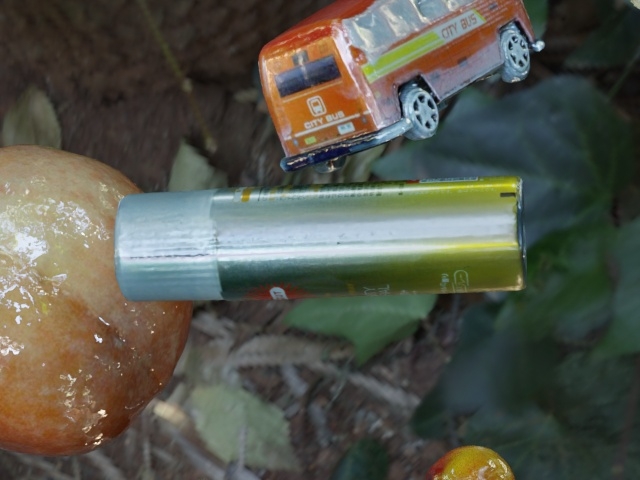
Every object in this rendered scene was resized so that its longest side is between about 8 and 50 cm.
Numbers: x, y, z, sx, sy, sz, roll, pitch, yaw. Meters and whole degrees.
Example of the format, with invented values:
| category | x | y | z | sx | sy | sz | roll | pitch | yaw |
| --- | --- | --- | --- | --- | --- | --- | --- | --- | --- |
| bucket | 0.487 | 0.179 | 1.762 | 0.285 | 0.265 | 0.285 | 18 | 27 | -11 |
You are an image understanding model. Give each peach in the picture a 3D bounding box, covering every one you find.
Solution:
| category | x | y | z | sx | sy | sz | roll | pitch | yaw |
| --- | --- | --- | --- | --- | --- | --- | --- | --- | --- |
| peach | -0.224 | 0.053 | 1.373 | 0.252 | 0.252 | 0.252 | 5 | 66 | -13 |
| peach | 0.160 | 0.264 | 1.772 | 0.101 | 0.101 | 0.101 | 5 | 66 | -13 |

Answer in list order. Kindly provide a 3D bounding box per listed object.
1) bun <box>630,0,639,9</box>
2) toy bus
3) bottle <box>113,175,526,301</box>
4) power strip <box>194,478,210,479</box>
| category | x | y | z | sx | sy | sz | roll | pitch | yaw |
| --- | --- | --- | --- | --- | --- | --- | --- | --- | --- |
| bun | 0.260 | -0.171 | 0.936 | 0.222 | 0.222 | 0.127 | 15 | 42 | -9 |
| toy bus | 0.066 | -0.147 | 1.320 | 0.265 | 0.121 | 0.120 | -33 | 103 | -47 |
| bottle | 0.000 | 0.000 | 1.185 | 0.286 | 0.082 | 0.082 | -2 | 66 | 8 |
| power strip | -0.071 | 0.306 | 1.457 | 0.044 | 0.137 | 0.216 | -22 | 79 | -21 |
